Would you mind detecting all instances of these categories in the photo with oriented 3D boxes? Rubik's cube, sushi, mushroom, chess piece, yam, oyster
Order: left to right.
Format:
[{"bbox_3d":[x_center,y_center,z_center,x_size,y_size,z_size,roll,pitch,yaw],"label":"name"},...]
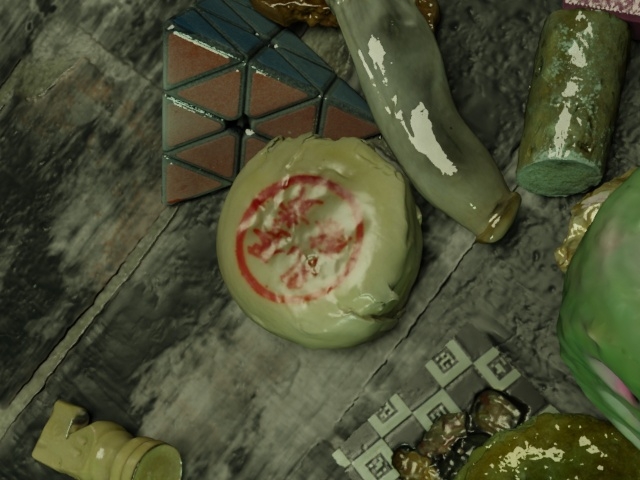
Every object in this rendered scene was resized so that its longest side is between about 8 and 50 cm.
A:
[{"bbox_3d":[-0.270,0.262,1.460,0.200,0.090,0.090,14,83,35],"label":"chess piece"},{"bbox_3d":[-0.098,-0.186,1.459,0.228,0.228,0.233,4,120,58],"label":"Rubik's cube"},{"bbox_3d":[0.113,-0.151,1.364,0.109,0.097,0.351,-26,84,-21],"label":"mushroom"},{"bbox_3d":[0.152,0.232,1.311,0.215,0.050,0.192,-43,83,-6],"label":"sushi"},{"bbox_3d":[0.279,-0.148,1.323,0.107,0.107,0.194,10,82,23],"label":"yam"},{"bbox_3d":[0.335,0.016,1.281,0.163,0.081,0.191,-9,88,10],"label":"oyster"}]

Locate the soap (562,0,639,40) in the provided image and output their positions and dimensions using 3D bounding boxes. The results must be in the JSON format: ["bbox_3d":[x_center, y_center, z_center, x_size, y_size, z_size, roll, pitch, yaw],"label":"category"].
[{"bbox_3d":[0.414,-0.307,1.321,0.259,0.081,0.181,17,84,24],"label":"soap"}]

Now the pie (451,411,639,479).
[{"bbox_3d":[0.258,0.295,1.202,0.276,0.078,0.277,-2,59,3],"label":"pie"}]

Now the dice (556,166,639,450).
[{"bbox_3d":[0.420,0.077,1.069,0.330,0.322,0.318,-42,57,-3],"label":"dice"}]

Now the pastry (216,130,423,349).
[{"bbox_3d":[-0.002,-0.001,1.386,0.264,0.133,0.265,-5,72,17],"label":"pastry"}]

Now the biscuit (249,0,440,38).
[{"bbox_3d":[0.018,-0.333,1.489,0.319,0.047,0.183,31,80,19],"label":"biscuit"}]
